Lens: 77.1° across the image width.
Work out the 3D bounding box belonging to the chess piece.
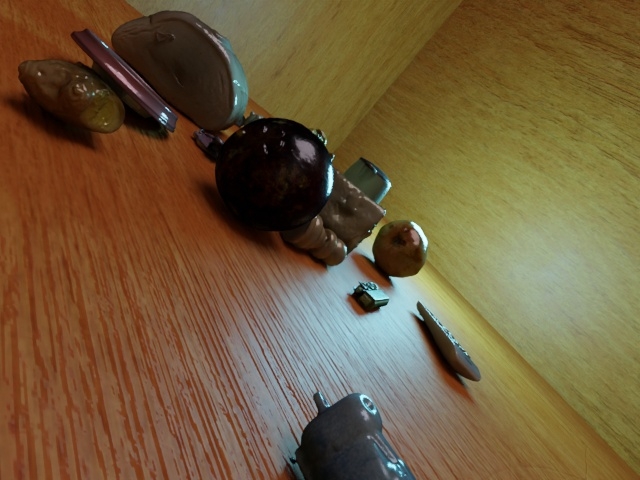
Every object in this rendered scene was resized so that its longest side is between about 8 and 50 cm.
[{"bbox_3d":[0.000,0.000,0.933,0.170,0.094,0.094,37,14,-36],"label":"chess piece"}]

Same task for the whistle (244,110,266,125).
[{"bbox_3d":[-0.240,-0.437,1.585,0.253,0.105,0.102,49,-8,51],"label":"whistle"}]

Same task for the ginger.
[{"bbox_3d":[-0.377,-0.235,0.629,0.131,0.086,0.294,19,16,-33],"label":"ginger"}]

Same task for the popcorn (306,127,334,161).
[{"bbox_3d":[-0.075,-0.277,1.347,0.251,0.216,0.286,24,5,36],"label":"popcorn"}]

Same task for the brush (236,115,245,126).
[{"bbox_3d":[-0.378,-0.498,1.516,0.060,0.068,0.296,23,3,17],"label":"brush"}]

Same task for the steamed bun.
[{"bbox_3d":[-0.371,-0.515,1.173,0.383,0.236,0.247,39,12,-15],"label":"steamed bun"}]

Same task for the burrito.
[{"bbox_3d":[-0.010,-0.101,1.063,0.331,0.190,0.135,40,54,10],"label":"burrito"}]

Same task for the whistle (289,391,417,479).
[{"bbox_3d":[0.066,0.245,0.333,0.269,0.093,0.180,51,-7,27],"label":"whistle"}]

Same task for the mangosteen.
[{"bbox_3d":[-0.088,-0.116,0.829,0.231,0.231,0.289,46,-13,15],"label":"mangosteen"}]

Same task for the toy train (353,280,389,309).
[{"bbox_3d":[0.122,0.133,0.974,0.071,0.038,0.148,50,14,20],"label":"toy train"}]

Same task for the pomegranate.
[{"bbox_3d":[0.279,0.031,1.392,0.207,0.207,0.207,39,13,-11],"label":"pomegranate"}]

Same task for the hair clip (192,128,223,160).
[{"bbox_3d":[-0.260,-0.234,1.032,0.146,0.056,0.187,38,5,-12],"label":"hair clip"}]

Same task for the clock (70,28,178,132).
[{"bbox_3d":[-0.392,-0.316,0.818,0.244,0.056,0.244,46,1,-1],"label":"clock"}]

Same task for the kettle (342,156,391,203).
[{"bbox_3d":[0.118,-0.149,1.388,0.165,0.255,0.240,43,13,14],"label":"kettle"}]

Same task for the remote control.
[{"bbox_3d":[0.344,0.279,1.134,0.109,0.055,0.313,45,8,-15],"label":"remote control"}]
